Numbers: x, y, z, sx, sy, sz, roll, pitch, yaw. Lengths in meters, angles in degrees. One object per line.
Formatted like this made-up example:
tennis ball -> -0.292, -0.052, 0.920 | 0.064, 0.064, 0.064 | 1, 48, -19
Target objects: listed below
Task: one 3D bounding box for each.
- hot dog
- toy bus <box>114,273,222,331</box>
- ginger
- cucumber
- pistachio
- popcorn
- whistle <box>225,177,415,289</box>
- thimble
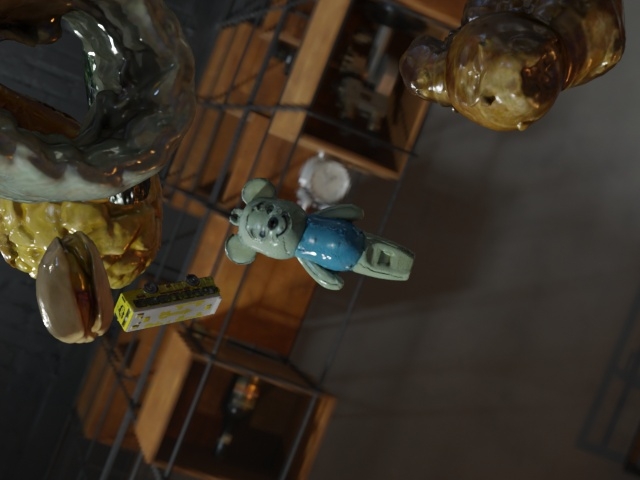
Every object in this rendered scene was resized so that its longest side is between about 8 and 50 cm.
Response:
hot dog -> -0.402, -0.145, 1.415 | 0.269, 0.115, 0.072 | 31, 159, -18
toy bus -> -0.324, 0.129, 2.135 | 0.226, 0.081, 0.074 | -8, -129, -39
ginger -> 0.269, -0.262, 1.334 | 0.274, 0.357, 0.152 | 6, 127, 57
cucumber -> -0.275, -0.169, 1.345 | 0.074, 0.241, 0.074 | -2, -152, 1
pistachio -> -0.400, 0.077, 1.609 | 0.117, 0.200, 0.145 | -22, -143, -20
popcorn -> -0.507, -0.075, 2.131 | 0.344, 0.354, 0.390 | 20, 172, -29
whistle -> 0.000, 0.000, 1.234 | 0.236, 0.114, 0.077 | 16, 171, 6
thimble -> -0.292, -0.183, 1.069 | 0.291, 0.291, 0.195 | 21, 171, -32
